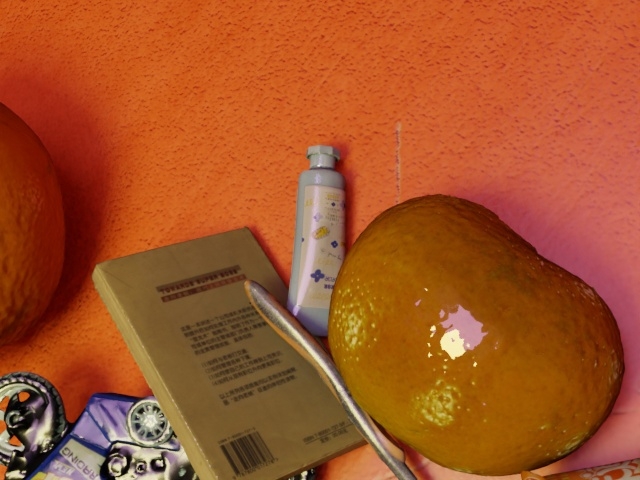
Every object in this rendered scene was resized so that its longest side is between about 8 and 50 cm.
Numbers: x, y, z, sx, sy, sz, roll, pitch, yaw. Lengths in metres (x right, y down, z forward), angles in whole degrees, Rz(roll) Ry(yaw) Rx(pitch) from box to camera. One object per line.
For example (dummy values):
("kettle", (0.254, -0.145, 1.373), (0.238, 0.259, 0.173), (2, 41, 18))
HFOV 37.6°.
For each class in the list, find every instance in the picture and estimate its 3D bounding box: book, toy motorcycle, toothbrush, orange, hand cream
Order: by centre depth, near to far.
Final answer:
("orange", (0.102, 0.074, 0.712), (0.237, 0.158, 0.179), (41, 112, 24))
("toothbrush", (0.042, 0.150, 0.762), (0.031, 0.023, 0.321), (-46, 76, 5))
("book", (-0.073, 0.095, 0.787), (0.231, 0.161, 0.026), (56, 139, 23))
("toy motorcycle", (-0.154, 0.211, 0.797), (0.315, 0.113, 0.169), (8, 82, 8))
("hand cream", (0.000, 0.000, 0.832), (0.065, 0.043, 0.171), (7, 74, -18))
("orange", (-0.386, -0.006, 0.849), (0.312, 0.312, 0.312), (-5, 74, 20))

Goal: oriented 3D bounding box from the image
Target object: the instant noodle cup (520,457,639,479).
("instant noodle cup", (0.248, 0.208, 0.629), (0.185, 0.168, 0.168), (-19, 70, 7))
